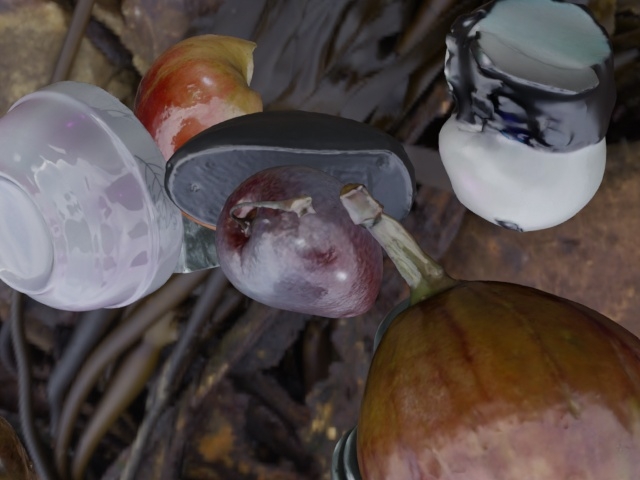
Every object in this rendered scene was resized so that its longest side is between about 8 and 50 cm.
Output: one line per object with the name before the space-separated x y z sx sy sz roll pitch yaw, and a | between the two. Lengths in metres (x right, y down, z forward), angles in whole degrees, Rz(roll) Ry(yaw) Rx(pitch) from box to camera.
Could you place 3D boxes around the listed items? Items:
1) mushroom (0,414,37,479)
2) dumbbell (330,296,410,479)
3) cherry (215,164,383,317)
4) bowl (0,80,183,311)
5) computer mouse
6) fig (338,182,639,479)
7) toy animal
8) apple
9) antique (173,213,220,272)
mushroom | -0.354 0.188 1.000 0.286 0.156 0.151 40 145 -19
dumbbell | 0.122 0.215 1.324 0.179 0.179 0.406 8 140 -5
cherry | 0.003 0.006 0.831 0.188 0.115 0.148 0 123 55
bowl | -0.315 -0.035 1.328 0.287 0.144 0.287 18 122 32
computer mouse | -0.030 -0.075 1.201 0.270 0.086 0.137 3 133 3
fig | 0.085 0.087 0.566 0.148 0.202 0.149 14 109 -32
toy animal | 0.156 -0.093 0.877 0.138 0.166 0.179 32 136 34
apple | -0.196 -0.172 1.647 0.163 0.293 0.251 12 129 -18
antique | -0.239 -0.039 1.924 0.086 0.088 0.183 -2 95 41
